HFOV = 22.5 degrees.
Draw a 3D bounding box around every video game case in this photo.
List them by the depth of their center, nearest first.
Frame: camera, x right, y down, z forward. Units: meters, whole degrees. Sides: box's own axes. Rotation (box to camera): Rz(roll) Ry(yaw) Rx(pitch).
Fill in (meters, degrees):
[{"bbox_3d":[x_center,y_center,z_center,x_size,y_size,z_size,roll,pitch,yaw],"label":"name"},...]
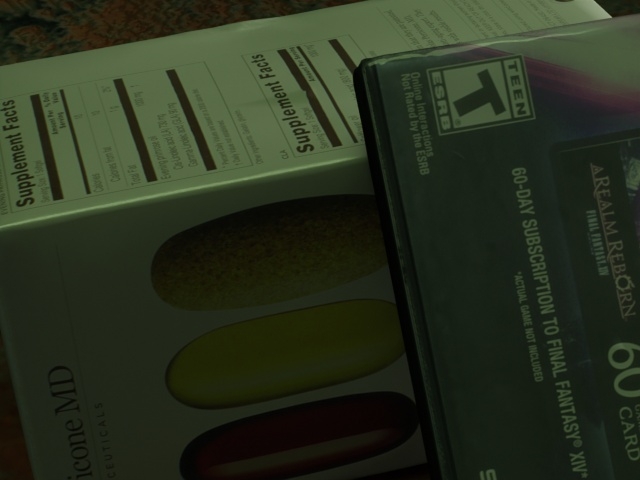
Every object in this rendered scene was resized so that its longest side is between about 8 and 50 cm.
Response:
[{"bbox_3d":[0.162,0.015,0.528,0.274,0.196,0.026,-10,-4,-8],"label":"video game case"}]

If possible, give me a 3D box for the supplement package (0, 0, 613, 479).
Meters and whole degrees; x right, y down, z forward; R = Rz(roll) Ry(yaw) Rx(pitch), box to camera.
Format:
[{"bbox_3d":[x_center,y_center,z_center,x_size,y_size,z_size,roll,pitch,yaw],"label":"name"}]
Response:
[{"bbox_3d":[0.000,0.000,0.610,0.244,0.139,0.134,-12,30,-9],"label":"supplement package"}]
